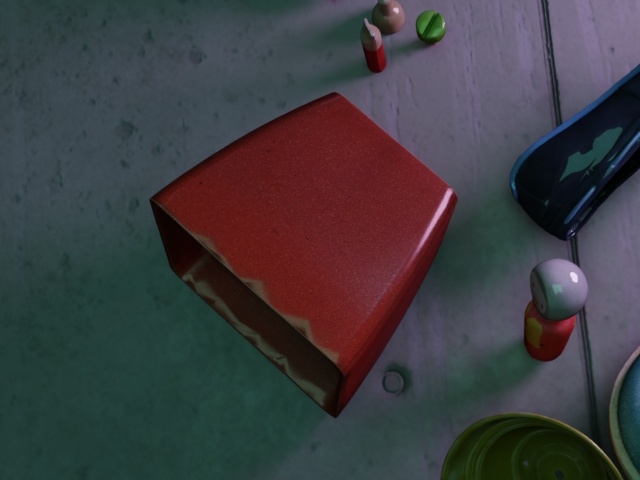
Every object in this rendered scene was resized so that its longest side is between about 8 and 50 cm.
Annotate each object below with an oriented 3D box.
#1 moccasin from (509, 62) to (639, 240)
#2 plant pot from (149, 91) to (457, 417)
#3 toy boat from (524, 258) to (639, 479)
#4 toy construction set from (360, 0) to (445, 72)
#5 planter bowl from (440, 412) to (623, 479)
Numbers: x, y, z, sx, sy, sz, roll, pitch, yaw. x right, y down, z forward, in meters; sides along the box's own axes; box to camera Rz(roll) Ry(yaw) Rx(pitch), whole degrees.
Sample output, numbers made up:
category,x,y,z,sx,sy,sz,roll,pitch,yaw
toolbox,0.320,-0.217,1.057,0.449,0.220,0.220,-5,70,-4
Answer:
category,x,y,z,sx,sy,sz,roll,pitch,yaw
moccasin,0.378,-0.123,1.450,0.342,0.138,0.117,-39,65,13
plant pot,0.000,0.000,1.414,0.267,0.267,0.236,41,76,11
toy boat,0.356,0.135,1.370,0.318,0.148,0.267,28,58,20
toy construction set,0.069,-0.371,1.462,0.257,0.237,0.309,-2,81,6
planter bowl,0.247,0.270,1.398,0.217,0.090,0.217,10,112,28
